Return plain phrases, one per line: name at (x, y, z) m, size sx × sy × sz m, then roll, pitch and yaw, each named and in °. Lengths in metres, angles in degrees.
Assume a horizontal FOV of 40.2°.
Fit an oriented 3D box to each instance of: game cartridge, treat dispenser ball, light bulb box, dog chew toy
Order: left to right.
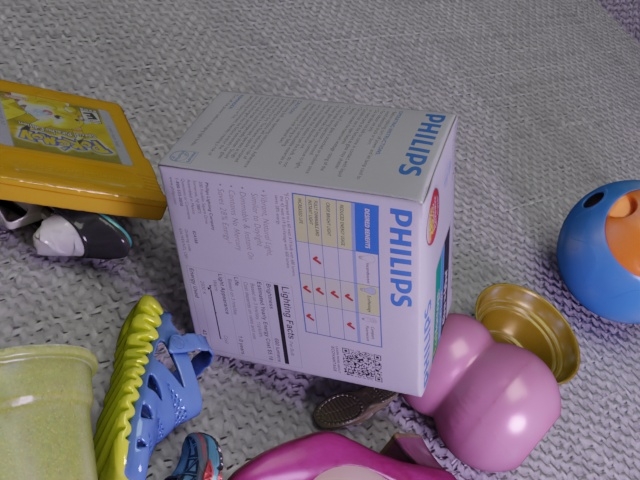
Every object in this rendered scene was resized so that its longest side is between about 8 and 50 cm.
game cartridge at (-0.416, -0.152, 1.388) m, size 0.285 × 0.053 × 0.324 m, roll 8°, pitch 29°, yaw -33°
light bulb box at (0.000, 0.000, 1.267) m, size 0.361 × 0.358 × 0.225 m, roll 9°, pitch 40°, yaw 17°
dog chew toy at (0.219, 0.214, 1.412) m, size 0.332 × 0.207 × 0.206 m, roll 39°, pitch 42°, yaw 18°
treat dispenser ball at (0.622, 0.023, 1.751) m, size 0.288 × 0.288 × 0.288 m, roll 16°, pitch 45°, yaw -17°

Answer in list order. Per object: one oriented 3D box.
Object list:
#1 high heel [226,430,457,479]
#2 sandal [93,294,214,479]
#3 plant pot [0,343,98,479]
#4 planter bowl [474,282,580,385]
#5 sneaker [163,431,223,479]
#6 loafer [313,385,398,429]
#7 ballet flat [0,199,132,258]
high heel at (0.054, 0.364, 1.212) m, size 0.377 × 0.127 × 0.181 m, roll 0°, pitch 41°, yaw -35°
sandal at (-0.221, 0.210, 1.196) m, size 0.138 × 0.126 × 0.317 m, roll 26°, pitch 38°, yaw -17°
plant pot at (-0.357, 0.286, 0.981) m, size 0.276 × 0.276 × 0.254 m, roll -7°, pitch 68°, yaw -35°
planter bowl at (0.353, 0.189, 1.582) m, size 0.217 × 0.090 × 0.217 m, roll 16°, pitch 46°, yaw -17°
sneaker at (-0.199, 0.347, 1.106) m, size 0.125 × 0.104 × 0.262 m, roll 19°, pitch 43°, yaw -10°
loafer at (0.056, 0.264, 1.373) m, size 0.148 × 0.050 × 0.056 m, roll -16°, pitch 56°, yaw -21°
ballet flat at (-0.425, -0.032, 1.339) m, size 0.280 × 0.095 × 0.096 m, roll 31°, pitch 51°, yaw 13°
